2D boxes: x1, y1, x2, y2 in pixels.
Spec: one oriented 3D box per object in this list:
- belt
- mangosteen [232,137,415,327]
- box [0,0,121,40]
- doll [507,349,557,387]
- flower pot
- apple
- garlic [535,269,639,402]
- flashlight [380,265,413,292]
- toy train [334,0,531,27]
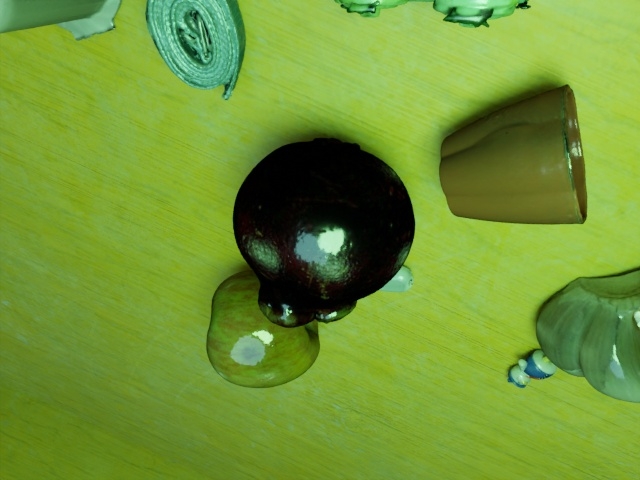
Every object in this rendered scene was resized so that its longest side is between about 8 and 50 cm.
[{"bbox_3d":[-0.188,-0.328,0.637,0.147,0.082,0.163,18,127,-7],"label":"belt"},{"bbox_3d":[-0.009,-0.011,0.665,0.297,0.297,0.313,37,91,-10],"label":"mangosteen"},{"bbox_3d":[-0.467,-0.429,0.578,0.291,0.206,0.262,33,130,-10],"label":"box"},{"bbox_3d":[0.459,0.281,0.888,0.098,0.058,0.143,17,138,-16],"label":"doll"},{"bbox_3d":[0.275,-0.104,0.588,0.173,0.191,0.191,-8,123,39],"label":"flower pot"},{"bbox_3d":[-0.121,0.194,0.909,0.264,0.264,0.264,10,129,13],"label":"apple"},{"bbox_3d":[0.544,0.174,0.741,0.237,0.210,0.292,-25,114,-5],"label":"garlic"},{"bbox_3d":[0.097,0.084,0.870,0.200,0.047,0.093,0,131,21],"label":"flashlight"},{"bbox_3d":[0.126,-0.334,0.450,0.271,0.188,0.159,10,128,15],"label":"toy train"}]
